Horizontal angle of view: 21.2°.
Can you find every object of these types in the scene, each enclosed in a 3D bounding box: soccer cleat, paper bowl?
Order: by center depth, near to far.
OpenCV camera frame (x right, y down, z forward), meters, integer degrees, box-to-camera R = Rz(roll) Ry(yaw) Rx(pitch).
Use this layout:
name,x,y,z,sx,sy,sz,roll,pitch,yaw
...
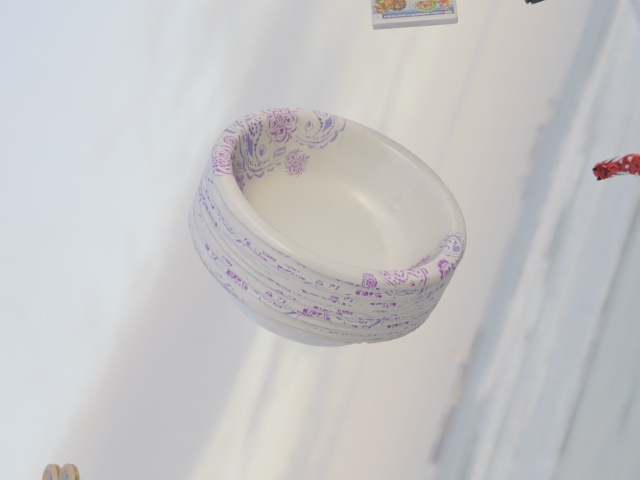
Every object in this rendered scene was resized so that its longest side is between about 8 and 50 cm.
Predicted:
name,x,y,z,sx,sy,sz,roll,pitch,yaw
paper bowl,0.000,0.000,1.801,0.284,0.284,0.148,-63,-3,-56
soccer cleat,0.350,-0.088,1.952,0.035,0.083,0.029,-38,-71,-45

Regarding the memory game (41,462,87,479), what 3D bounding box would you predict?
name,x,y,z,sx,sy,sz,roll,pitch,yaw
memory game,-0.273,0.323,1.775,0.186,0.012,0.186,-16,70,53

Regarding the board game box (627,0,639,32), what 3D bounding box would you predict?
name,x,y,z,sx,sy,sz,roll,pitch,yaw
board game box,0.422,-0.331,1.980,0.193,0.053,0.305,-39,-67,-33

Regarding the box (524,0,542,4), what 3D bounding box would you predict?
name,x,y,z,sx,sy,sz,roll,pitch,yaw
box,0.268,-0.321,1.592,0.183,0.233,0.059,-112,5,-47

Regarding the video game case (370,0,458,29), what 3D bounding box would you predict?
name,x,y,z,sx,sy,sz,roll,pitch,yaw
video game case,0.093,-0.267,1.758,0.011,0.087,0.122,84,-178,-52
